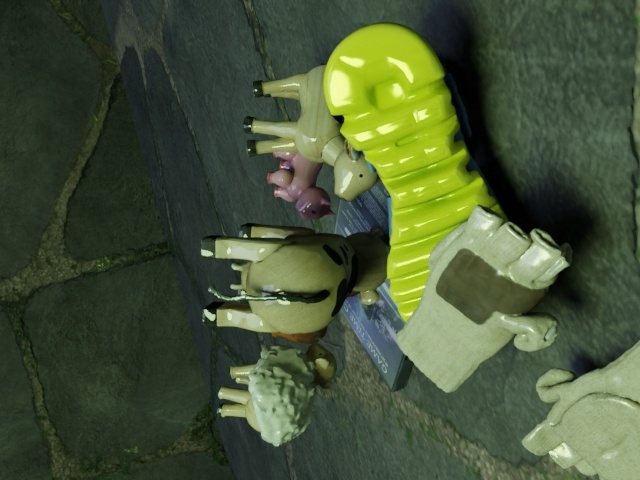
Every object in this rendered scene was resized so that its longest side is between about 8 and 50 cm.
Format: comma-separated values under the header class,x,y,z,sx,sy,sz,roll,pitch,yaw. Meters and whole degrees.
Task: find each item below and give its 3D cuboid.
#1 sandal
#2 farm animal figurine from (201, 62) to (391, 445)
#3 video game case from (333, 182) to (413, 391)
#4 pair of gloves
class,x,y,z,sx,sy,sz,roll,pitch,yaw
sandal,0.106,-0.049,0.697,0.138,0.126,0.317,-61,-44,-67
farm animal figurine,0.000,0.000,0.799,0.327,0.172,0.330,-60,-31,-60
video game case,0.072,0.034,0.927,0.196,0.026,0.274,57,154,36
pair of gloves,0.179,0.089,0.595,0.240,0.042,0.204,37,140,20
